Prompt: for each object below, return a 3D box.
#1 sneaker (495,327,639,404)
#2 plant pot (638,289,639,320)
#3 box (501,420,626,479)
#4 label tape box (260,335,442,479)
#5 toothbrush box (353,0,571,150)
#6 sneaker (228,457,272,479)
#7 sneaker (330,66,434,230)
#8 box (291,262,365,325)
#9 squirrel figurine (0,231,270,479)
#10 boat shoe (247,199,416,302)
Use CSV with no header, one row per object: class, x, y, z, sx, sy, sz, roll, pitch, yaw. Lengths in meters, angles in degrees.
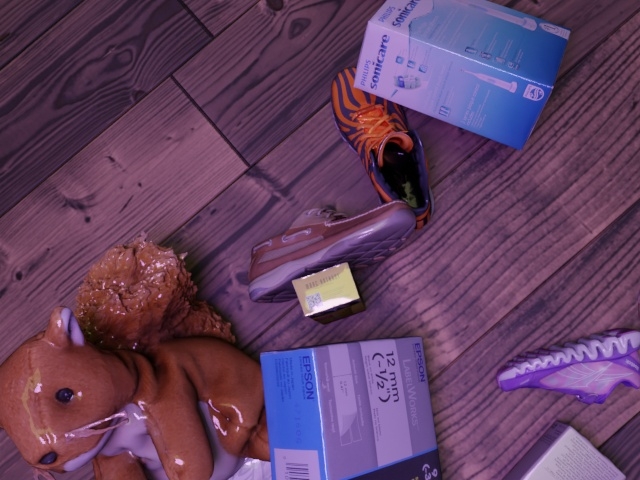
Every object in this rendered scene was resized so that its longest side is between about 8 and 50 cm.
sneaker,0.402,0.214,0.982,0.236,0.095,0.104,-14,86,3
plant pot,0.642,0.112,1.000,0.236,0.032,0.236,-1,79,6
box,0.323,0.416,0.950,0.275,0.094,0.113,-45,78,-2
label tape box,0.088,0.265,0.882,0.115,0.347,0.249,-17,75,44
toothbrush box,0.233,-0.301,1.021,0.295,0.126,0.216,23,47,8
sneaker,-0.107,0.371,1.005,0.118,0.110,0.292,19,83,0
sneaker,0.109,-0.176,1.033,0.124,0.180,0.321,-27,78,1
box,0.020,0.088,0.970,0.087,0.232,0.058,-19,78,2
squirrel figurine,-0.271,0.192,0.881,0.281,0.370,0.397,-39,44,25
boat shoe,0.000,0.000,1.003,0.324,0.123,0.116,-25,66,27
